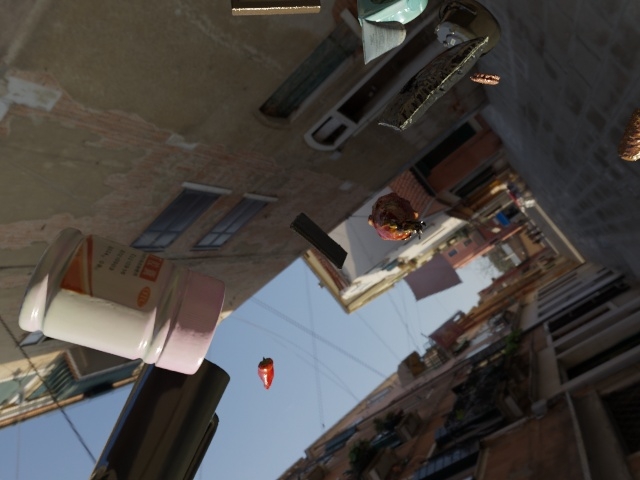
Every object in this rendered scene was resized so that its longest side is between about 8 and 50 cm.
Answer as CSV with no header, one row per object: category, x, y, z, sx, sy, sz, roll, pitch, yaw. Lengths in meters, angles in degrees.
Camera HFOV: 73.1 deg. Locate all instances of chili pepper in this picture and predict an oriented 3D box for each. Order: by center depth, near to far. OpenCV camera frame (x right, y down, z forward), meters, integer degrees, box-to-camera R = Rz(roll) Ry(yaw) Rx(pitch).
chili pepper,-0.149,0.377,1.196,0.045,0.178,0.027,-26,-128,-30

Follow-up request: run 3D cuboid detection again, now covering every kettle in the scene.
kettle,-0.360,0.432,0.992,0.203,0.262,0.308,19,-122,2

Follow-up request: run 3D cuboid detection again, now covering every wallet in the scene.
wallet,-0.001,0.000,1.820,0.285,0.030,0.146,42,-148,-8

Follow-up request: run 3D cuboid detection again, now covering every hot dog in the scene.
hot dog,0.507,-0.170,0.689,0.058,0.035,0.083,-78,-14,-47

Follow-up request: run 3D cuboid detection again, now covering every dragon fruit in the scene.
dragon fruit,0.215,-0.055,1.178,0.246,0.125,0.125,-142,37,-66

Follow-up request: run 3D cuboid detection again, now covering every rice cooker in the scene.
rice cooker,0.439,-0.638,1.299,0.203,0.118,0.142,36,179,6

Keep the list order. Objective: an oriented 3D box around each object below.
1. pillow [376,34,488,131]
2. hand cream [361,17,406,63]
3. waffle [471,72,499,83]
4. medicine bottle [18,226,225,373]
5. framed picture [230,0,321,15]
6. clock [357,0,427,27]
pillow,0.196,-0.280,0.781,0.055,0.208,0.141,45,-173,-16
hand cream,0.145,-0.481,1.016,0.271,0.058,0.091,-48,-42,-51
waffle,0.503,-0.495,1.318,0.083,0.029,0.075,6,-161,-4
medicine bottle,-0.365,0.120,0.835,0.315,0.202,0.202,23,-150,-19
framed picture,-0.090,-0.496,0.819,0.023,0.168,0.128,155,108,-80
clock,0.264,-0.826,1.489,0.094,0.274,0.224,54,-149,-47
